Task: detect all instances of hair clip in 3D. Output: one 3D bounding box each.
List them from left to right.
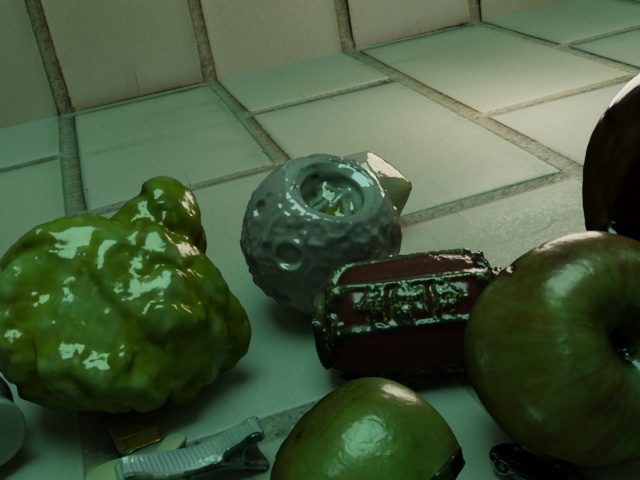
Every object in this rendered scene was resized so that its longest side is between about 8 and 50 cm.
[{"bbox_3d":[-0.175,0.270,1.038,0.219,0.071,0.159,-12,18,-19],"label":"hair clip"}]

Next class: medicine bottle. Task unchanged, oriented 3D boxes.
[{"bbox_3d":[-0.490,0.229,1.161,0.215,0.135,0.135,15,34,42],"label":"medicine bottle"}]

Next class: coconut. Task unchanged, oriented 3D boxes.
[{"bbox_3d":[0.079,-0.086,1.611,0.183,0.170,0.171,-12,24,2],"label":"coconut"}]

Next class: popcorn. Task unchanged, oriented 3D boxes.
[{"bbox_3d":[-0.289,0.086,1.193,0.334,0.292,0.293,-19,18,-28],"label":"popcorn"}]

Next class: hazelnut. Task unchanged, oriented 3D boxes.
[{"bbox_3d":[0.552,-0.085,1.174,0.402,0.402,0.429,-4,17,13],"label":"hazelnut"}]

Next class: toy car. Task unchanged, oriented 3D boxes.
[{"bbox_3d":[0.232,0.256,0.966,0.093,0.025,0.041,18,35,40],"label":"toy car"}]

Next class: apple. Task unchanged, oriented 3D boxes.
[{"bbox_3d":[0.042,0.245,0.908,0.188,0.173,0.207,-23,12,-33],"label":"apple"},{"bbox_3d":[0.290,0.122,0.969,0.264,0.264,0.264,-8,24,4],"label":"apple"}]

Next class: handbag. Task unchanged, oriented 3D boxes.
[{"bbox_3d":[-0.253,0.249,1.161,0.061,0.027,0.083,-19,25,-19],"label":"handbag"}]

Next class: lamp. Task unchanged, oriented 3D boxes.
[{"bbox_3d":[0.125,0.102,1.182,0.274,0.177,0.177,-9,24,7],"label":"lamp"}]

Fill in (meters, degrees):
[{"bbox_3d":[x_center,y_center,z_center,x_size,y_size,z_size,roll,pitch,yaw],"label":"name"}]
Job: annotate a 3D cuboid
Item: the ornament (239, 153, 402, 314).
[{"bbox_3d":[0.000,0.000,1.362,0.259,0.225,0.259,8,44,-8],"label":"ornament"}]
